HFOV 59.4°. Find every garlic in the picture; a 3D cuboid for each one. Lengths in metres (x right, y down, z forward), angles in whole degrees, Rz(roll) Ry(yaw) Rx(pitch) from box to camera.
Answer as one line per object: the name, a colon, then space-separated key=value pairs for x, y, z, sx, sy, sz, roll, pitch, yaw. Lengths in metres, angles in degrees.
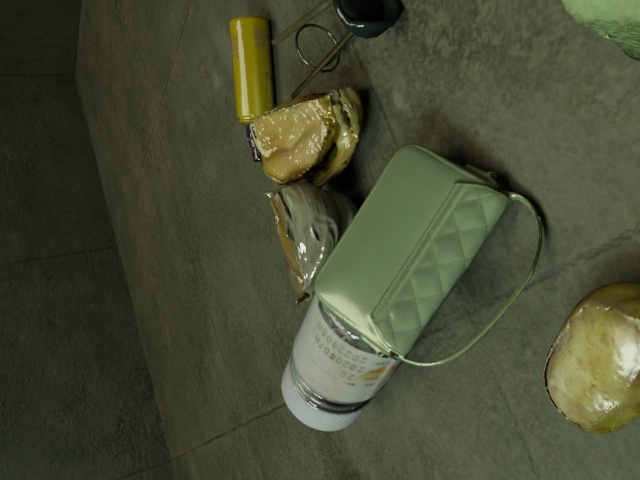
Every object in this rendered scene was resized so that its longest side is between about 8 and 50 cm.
garlic: x=0.000 y=0.000 z=0.911 sx=0.229 sy=0.142 sz=0.178 roll=104 pitch=149 yaw=-65

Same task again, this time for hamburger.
hamburger: x=0.005 y=-0.168 z=0.902 sx=0.207 sy=0.135 sz=0.155 roll=-18 pitch=99 yaw=45

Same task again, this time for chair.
chair: x=0.014 y=-0.307 z=0.828 sx=0.095 sy=0.104 sz=0.221 roll=45 pitch=148 yaw=-19

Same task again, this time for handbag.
handbag: x=0.132 y=0.025 z=0.673 sx=0.219 sy=0.079 sz=0.256 roll=34 pitch=92 yaw=31

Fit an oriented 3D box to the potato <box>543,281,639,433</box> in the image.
potato: x=0.279 y=0.115 z=0.542 sx=0.107 sy=0.079 sz=0.171 roll=46 pitch=140 yaw=42

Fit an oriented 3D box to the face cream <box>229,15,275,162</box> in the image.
face cream: x=-0.130 y=-0.292 z=1.108 sx=0.078 sy=0.078 sz=0.274 roll=14 pitch=110 yaw=57

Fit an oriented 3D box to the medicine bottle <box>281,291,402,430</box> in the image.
medicine bottle: x=0.042 y=0.167 z=0.872 sx=0.165 sy=0.165 sz=0.273 roll=58 pitch=144 yaw=32

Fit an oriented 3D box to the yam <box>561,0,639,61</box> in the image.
yam: x=0.245 y=-0.198 z=0.330 sx=0.202 sy=0.271 sz=0.202 roll=32 pitch=124 yaw=44
